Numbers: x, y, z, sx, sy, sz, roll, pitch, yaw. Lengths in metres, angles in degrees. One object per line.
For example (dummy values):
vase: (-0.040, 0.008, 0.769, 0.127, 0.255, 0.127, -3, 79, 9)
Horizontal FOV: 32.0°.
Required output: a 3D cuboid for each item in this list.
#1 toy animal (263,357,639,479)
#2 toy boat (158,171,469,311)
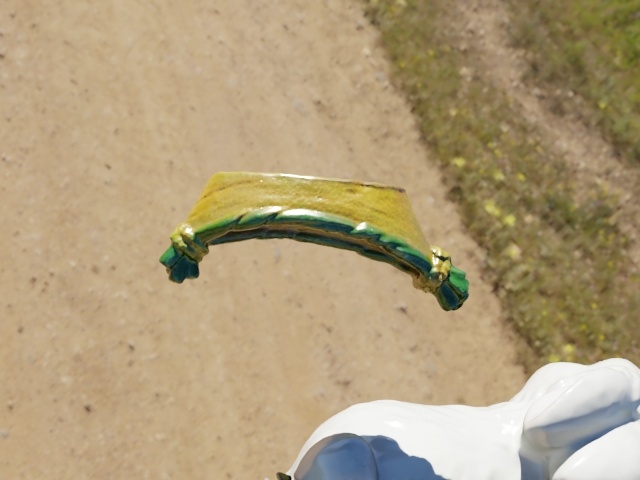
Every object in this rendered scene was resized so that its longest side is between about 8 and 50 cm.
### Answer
toy animal: (0.138, 0.192, 0.933, 0.357, 0.258, 0.194, -24, 67, -13)
toy boat: (0.000, 0.000, 0.812, 0.229, 0.089, 0.088, 5, 86, -7)
